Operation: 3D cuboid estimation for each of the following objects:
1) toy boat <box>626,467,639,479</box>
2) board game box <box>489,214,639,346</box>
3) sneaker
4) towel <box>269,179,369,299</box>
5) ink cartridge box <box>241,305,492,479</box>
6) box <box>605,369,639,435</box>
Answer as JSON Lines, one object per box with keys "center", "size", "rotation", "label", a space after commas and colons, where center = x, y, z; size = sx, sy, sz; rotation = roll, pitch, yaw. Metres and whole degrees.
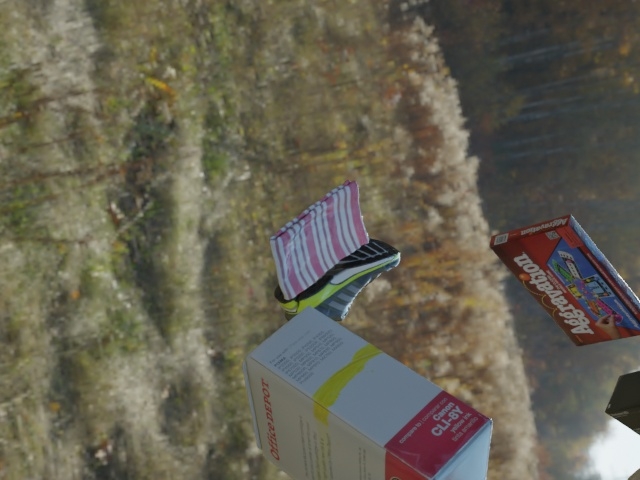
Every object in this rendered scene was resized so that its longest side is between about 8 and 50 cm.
{"center": [0.544, 0.336, 1.361], "size": [0.148, 0.318, 0.267], "rotation": [45, 15, 33], "label": "toy boat"}
{"center": [0.408, 0.072, 1.585], "size": [0.281, 0.145, 0.027], "rotation": [44, 49, -29], "label": "board game box"}
{"center": [0.040, 0.092, 2.025], "size": [0.111, 0.300, 0.121], "rotation": [37, -35, 45], "label": "sneaker"}
{"center": [0.000, 0.000, 1.688], "size": [0.029, 0.197, 0.144], "rotation": [32, -31, 39], "label": "towel"}
{"center": [0.072, 0.322, 1.607], "size": [0.160, 0.384, 0.279], "rotation": [-38, 142, -32], "label": "ink cartridge box"}
{"center": [0.739, 0.341, 1.999], "size": [0.103, 0.184, 0.261], "rotation": [-62, -170, -24], "label": "box"}
